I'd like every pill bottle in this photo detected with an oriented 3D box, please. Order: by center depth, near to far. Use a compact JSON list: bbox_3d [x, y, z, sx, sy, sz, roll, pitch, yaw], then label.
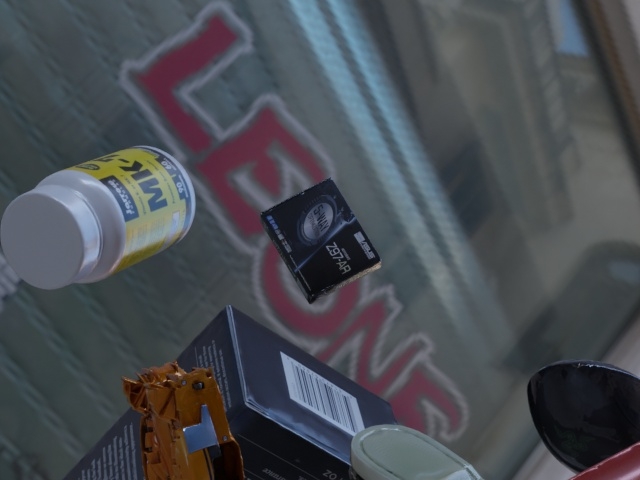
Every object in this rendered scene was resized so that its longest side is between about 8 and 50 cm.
[{"bbox_3d":[-0.228,-0.023,1.496,0.119,0.208,0.119,7,-73,23],"label":"pill bottle"}]

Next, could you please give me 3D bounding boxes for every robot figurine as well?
[{"bbox_3d":[-0.125,0.270,1.453,0.211,0.085,0.291,173,-94,-70],"label":"robot figurine"}]

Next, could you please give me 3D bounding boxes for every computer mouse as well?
[{"bbox_3d":[0.307,0.199,1.341,0.272,0.072,0.188,29,-37,-17],"label":"computer mouse"}]

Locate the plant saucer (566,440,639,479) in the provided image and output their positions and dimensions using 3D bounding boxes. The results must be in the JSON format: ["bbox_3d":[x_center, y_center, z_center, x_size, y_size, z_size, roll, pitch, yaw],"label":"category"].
[{"bbox_3d":[0.255,0.182,1.095,0.048,0.258,0.259,64,-18,7],"label":"plant saucer"}]

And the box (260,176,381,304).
[{"bbox_3d":[0.000,0.000,1.162,0.083,0.067,0.018,60,-12,17],"label":"box"}]

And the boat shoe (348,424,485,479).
[{"bbox_3d":[0.143,0.301,1.318,0.340,0.127,0.113,32,-56,36],"label":"boat shoe"}]

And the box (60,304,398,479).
[{"bbox_3d":[-0.121,0.335,1.864,0.293,0.395,0.212,33,21,-27],"label":"box"}]
